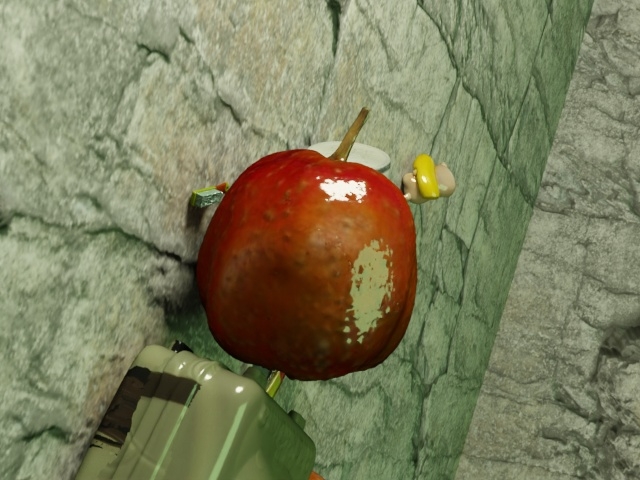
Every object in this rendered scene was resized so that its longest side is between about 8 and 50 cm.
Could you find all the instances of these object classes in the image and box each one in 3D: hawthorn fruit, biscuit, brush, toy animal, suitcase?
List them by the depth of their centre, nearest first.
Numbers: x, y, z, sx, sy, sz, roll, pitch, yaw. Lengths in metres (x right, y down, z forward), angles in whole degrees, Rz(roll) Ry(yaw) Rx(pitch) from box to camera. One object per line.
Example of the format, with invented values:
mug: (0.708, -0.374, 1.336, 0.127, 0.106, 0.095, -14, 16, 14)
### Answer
suitcase: (-0.146, 0.321, 1.206, 0.339, 0.194, 0.351, -65, 157, -18)
hawthorn fruit: (0.000, 0.000, 1.227, 0.287, 0.287, 0.330, -1, 110, -68)
brush: (-0.126, -0.055, 1.239, 0.083, 0.021, 0.018, -28, 133, -63)
biscuit: (-0.037, 0.156, 1.602, 0.292, 0.026, 0.048, -60, 174, -33)
toy animal: (0.193, -0.110, 1.942, 0.114, 0.082, 0.091, -16, 76, -49)

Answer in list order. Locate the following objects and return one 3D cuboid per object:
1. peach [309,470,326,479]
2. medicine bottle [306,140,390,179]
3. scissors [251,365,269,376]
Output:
peach: (-0.035, 0.445, 1.526, 0.232, 0.233, 0.232, 15, 90, -69)
medicine bottle: (0.028, -0.002, 1.491, 0.143, 0.143, 0.258, -39, 141, -56)
scissors: (-0.049, 0.102, 1.426, 0.029, 0.191, 0.360, -119, -132, -62)
